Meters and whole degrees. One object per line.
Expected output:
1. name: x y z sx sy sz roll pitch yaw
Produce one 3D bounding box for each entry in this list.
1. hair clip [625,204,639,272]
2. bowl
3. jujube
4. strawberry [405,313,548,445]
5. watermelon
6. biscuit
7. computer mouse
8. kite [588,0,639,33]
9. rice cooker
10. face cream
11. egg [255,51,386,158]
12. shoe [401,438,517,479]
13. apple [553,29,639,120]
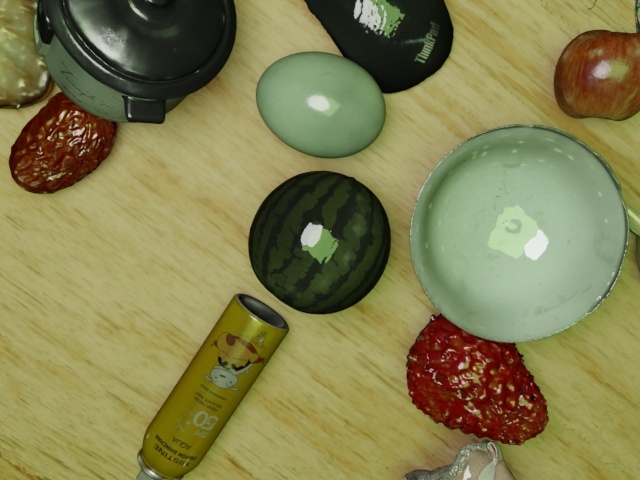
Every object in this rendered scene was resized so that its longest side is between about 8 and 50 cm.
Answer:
1. hair clip: 0.543 -0.018 1.077 0.159 0.071 0.218 6 99 6
2. bowl: 0.281 -0.016 1.037 0.313 0.146 0.313 0 99 1
3. jujube: -0.388 -0.143 1.037 0.176 0.109 0.112 -41 61 14
4. strawberry: 0.246 0.209 1.049 0.236 0.111 0.190 37 75 16
5. watermelon: 0.000 0.000 1.007 0.212 0.212 0.212 0 99 0
6. biscuit: -0.489 -0.343 1.030 0.154 0.045 0.299 -17 98 3
7. computer mouse: 0.081 -0.347 1.007 0.170 0.100 0.269 -37 98 3
8. kite: 0.473 -0.417 1.044 0.198 0.006 0.244 -7 99 0
9. rice cooker: -0.247 -0.287 0.918 0.241 0.227 0.280 1 84 -28
10. face cream: -0.186 0.253 1.097 0.105 0.105 0.348 33 98 -5
11. egg: 0.000 -0.197 1.003 0.192 0.149 0.149 14 99 0
12. shoe: 0.199 0.465 1.116 0.351 0.172 0.198 -35 61 23
13. apple: 0.416 -0.239 1.008 0.146 0.146 0.131 4 108 -1
